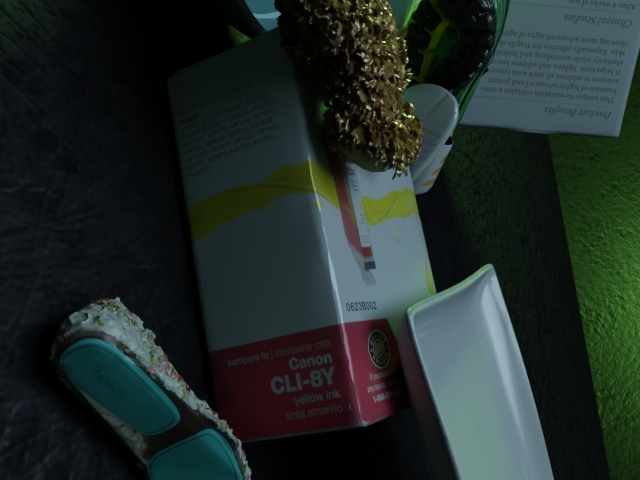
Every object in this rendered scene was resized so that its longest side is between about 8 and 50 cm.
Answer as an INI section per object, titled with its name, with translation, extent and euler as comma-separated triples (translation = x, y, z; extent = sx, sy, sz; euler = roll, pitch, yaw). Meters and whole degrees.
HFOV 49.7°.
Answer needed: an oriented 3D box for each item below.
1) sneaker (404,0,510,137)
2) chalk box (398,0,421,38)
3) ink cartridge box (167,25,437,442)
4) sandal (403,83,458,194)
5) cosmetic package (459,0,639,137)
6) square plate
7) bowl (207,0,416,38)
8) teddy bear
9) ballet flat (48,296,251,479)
[sneaker]
translation = 0.167, -0.216, 0.955
extent = 0.134, 0.344, 0.146
euler = 39, 53, 7
[chalk box]
translation = 0.081, -0.348, 1.087
extent = 0.289, 0.179, 0.180
euler = -37, 108, -62
[ink cartridge box]
translation = 0.000, 0.000, 0.766
extent = 0.279, 0.160, 0.385
euler = 7, 70, -61
[sandal]
translation = 0.104, -0.093, 0.930
extent = 0.076, 0.265, 0.102
euler = -1, 46, -43
[cosmetic package]
translation = 0.393, -0.429, 1.320
extent = 0.327, 0.329, 0.394
euler = -95, -170, -69
[square plate]
translation = 0.183, 0.216, 0.768
extent = 0.344, 0.049, 0.348
euler = -12, 87, -64
[bowl]
translation = -0.034, -0.358, 0.824
extent = 0.311, 0.163, 0.312
euler = -10, 106, -39
[teddy bear]
translation = 0.026, -0.219, 0.648
extent = 0.245, 0.113, 0.338
euler = -9, 81, -64
[ballet flat]
translation = -0.122, 0.139, 0.557
extent = 0.077, 0.091, 0.241
euler = -102, 167, -63
